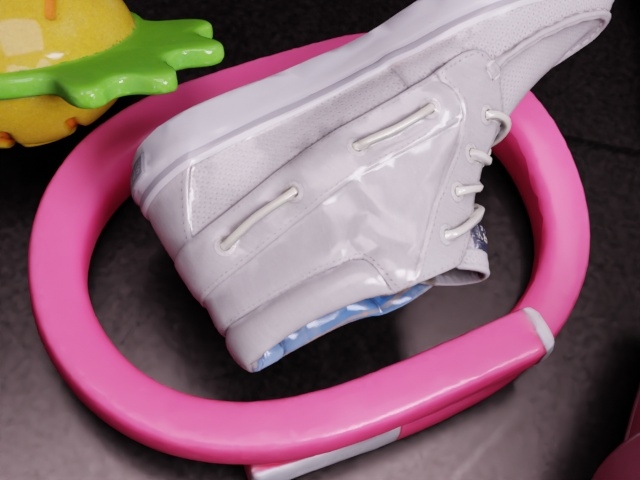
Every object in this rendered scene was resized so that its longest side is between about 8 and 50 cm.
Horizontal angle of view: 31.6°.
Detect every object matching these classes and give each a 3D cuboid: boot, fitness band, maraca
[{"bbox_3d":[0.050,-0.036,0.527,0.258,0.095,0.123,-27,75,-9],"label":"boot"},{"bbox_3d":[0.000,0.000,0.571,0.290,0.054,0.209,-19,69,-16],"label":"fitness band"},{"bbox_3d":[-0.139,-0.094,0.555,0.185,0.099,0.127,10,34,24],"label":"maraca"}]

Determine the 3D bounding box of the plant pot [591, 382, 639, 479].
[{"bbox_3d":[0.218,0.090,0.490,0.201,0.201,0.180,16,49,0],"label":"plant pot"}]
